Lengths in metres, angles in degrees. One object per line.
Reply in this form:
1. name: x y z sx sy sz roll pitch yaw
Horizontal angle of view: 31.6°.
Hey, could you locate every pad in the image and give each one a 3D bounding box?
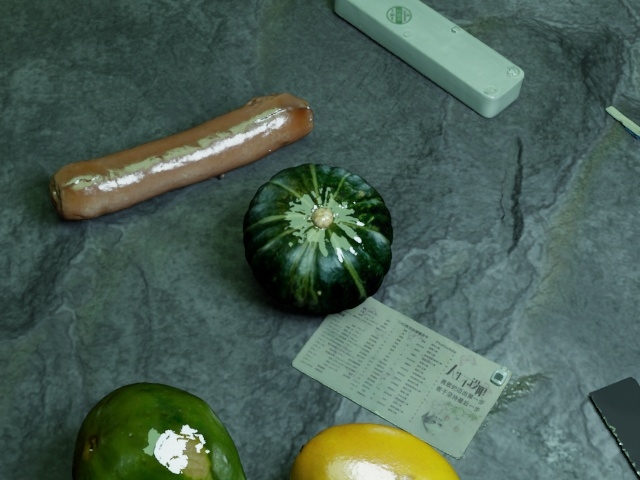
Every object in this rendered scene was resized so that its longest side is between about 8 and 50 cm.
1. pad: 0.111 0.174 1.541 0.265 0.009 0.159 27 58 18

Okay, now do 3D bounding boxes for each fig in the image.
1. fig: -0.178 0.285 1.365 0.245 0.195 0.195 35 52 -20

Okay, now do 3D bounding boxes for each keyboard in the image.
1. keyboard: 0.429 0.269 1.476 0.074 0.015 0.196 -20 56 -11

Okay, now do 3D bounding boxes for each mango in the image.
1. mango: 0.072 0.297 1.389 0.219 0.112 0.145 9 52 -10

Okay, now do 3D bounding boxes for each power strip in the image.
1. power strip: 0.166 -0.341 1.895 0.385 0.062 0.091 39 61 23

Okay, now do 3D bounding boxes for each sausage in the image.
1. sausage: -0.204 -0.128 1.704 0.419 0.094 0.094 -23 53 -18

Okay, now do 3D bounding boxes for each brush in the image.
1. brush: 0.491 -0.190 1.824 0.016 0.013 0.083 -22 50 -23

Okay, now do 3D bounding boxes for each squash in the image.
1. squash: -0.002 -0.001 1.565 0.218 0.172 0.218 4 56 -6
